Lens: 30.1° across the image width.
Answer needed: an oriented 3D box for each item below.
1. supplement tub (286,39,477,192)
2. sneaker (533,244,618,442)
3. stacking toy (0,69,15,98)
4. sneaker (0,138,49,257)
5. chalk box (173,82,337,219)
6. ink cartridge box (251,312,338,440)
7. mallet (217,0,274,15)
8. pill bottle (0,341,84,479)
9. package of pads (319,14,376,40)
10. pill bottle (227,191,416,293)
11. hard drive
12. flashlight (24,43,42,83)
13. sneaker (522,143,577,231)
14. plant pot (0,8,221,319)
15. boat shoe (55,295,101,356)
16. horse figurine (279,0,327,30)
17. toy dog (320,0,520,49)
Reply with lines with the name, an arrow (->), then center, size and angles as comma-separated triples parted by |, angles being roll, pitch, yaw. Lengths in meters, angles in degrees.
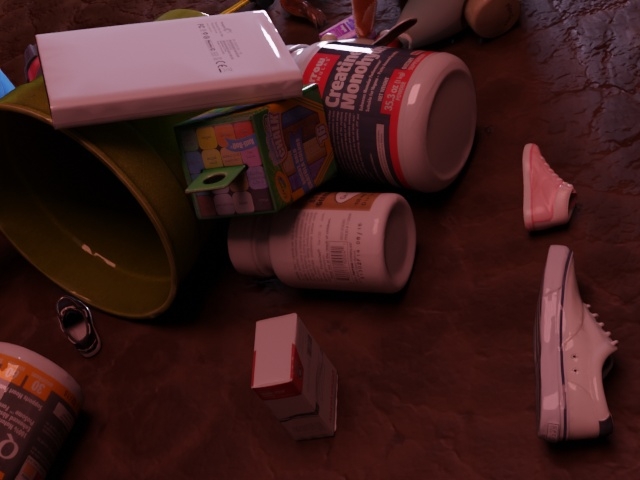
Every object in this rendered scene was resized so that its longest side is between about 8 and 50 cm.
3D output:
supplement tub -> 0.063, -0.177, 1.656 | 0.272, 0.191, 0.191 | 11, 58, 31
sneaker -> 0.298, 0.121, 1.388 | 0.091, 0.094, 0.258 | 4, 57, 4
stacking toy -> -0.694, -0.216, 2.079 | 0.302, 0.166, 0.175 | -20, 36, 28
sneaker -> -0.502, -0.029, 1.774 | 0.321, 0.180, 0.124 | -32, 35, -22
chalk box -> -0.094, -0.109, 1.529 | 0.132, 0.132, 0.213 | -4, 17, 32
ink cartridge box -> -0.030, 0.169, 1.450 | 0.056, 0.135, 0.099 | -13, 48, 18
mallet -> -0.161, -0.382, 2.038 | 0.189, 0.039, 0.062 | -38, 44, -4
pill bottle -> -0.431, 0.282, 1.516 | 0.162, 0.162, 0.278 | 6, 55, 28
package of pads -> 0.043, -0.329, 1.901 | 0.083, 0.032, 0.050 | -29, 44, -1
pill bottle -> 0.000, 0.000, 1.578 | 0.229, 0.131, 0.131 | 2, 54, 26
hard drive -> -0.197, -0.223, 1.516 | 0.307, 0.040, 0.203 | -9, 37, -13
flashlight -> -0.421, -0.222, 1.973 | 0.103, 0.103, 0.304 | -26, 45, -2
sneaker -> 0.302, -0.072, 1.560 | 0.070, 0.051, 0.134 | -6, 54, 17
plant pot -> -0.250, -0.139, 1.693 | 0.366, 0.366, 0.353 | 14, 47, 32
boat shoe -> -0.353, 0.116, 1.703 | 0.046, 0.038, 0.125 | -32, 47, -3
horse figurine -> -0.009, -0.471, 2.014 | 0.174, 0.066, 0.263 | 0, 57, 36
toy dog -> 0.141, -0.357, 1.791 | 0.333, 0.161, 0.220 | -42, 48, -13
